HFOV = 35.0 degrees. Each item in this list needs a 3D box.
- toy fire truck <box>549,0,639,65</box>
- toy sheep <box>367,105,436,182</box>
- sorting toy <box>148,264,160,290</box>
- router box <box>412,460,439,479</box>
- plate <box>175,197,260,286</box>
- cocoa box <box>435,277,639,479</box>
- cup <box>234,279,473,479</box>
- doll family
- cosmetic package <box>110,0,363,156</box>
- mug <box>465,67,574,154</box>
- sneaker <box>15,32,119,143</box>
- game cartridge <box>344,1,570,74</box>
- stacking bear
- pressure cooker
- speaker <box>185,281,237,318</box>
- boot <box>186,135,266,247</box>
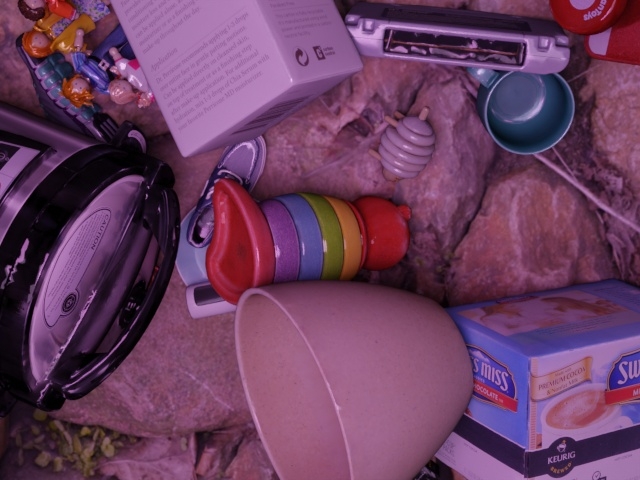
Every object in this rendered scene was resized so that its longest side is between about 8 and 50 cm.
[{"bbox_3d":[0.459,-0.363,1.314,0.253,0.169,0.302,19,103,35],"label":"toy fire truck"},{"bbox_3d":[0.127,-0.143,1.502,0.091,0.091,0.132,22,124,-3],"label":"toy sheep"},{"bbox_3d":[-0.364,0.087,1.614,0.132,0.046,0.274,44,104,-8],"label":"sorting toy"},{"bbox_3d":[0.090,0.404,1.672,0.133,0.046,0.179,38,104,-5],"label":"router box"},{"bbox_3d":[-0.136,0.017,1.593,0.188,0.024,0.188,1,105,3],"label":"plate"},{"bbox_3d":[0.358,0.205,1.440,0.347,0.231,0.228,-7,106,-26],"label":"cocoa box"},{"bbox_3d":[0.060,0.189,1.350,0.236,0.331,0.331,-17,106,-23],"label":"cup"},{"bbox_3d":[-0.327,-0.279,1.460,0.263,0.118,0.163,44,67,-4],"label":"doll family"},{"bbox_3d":[-0.156,-0.367,1.327,0.230,0.161,0.453,-26,88,40],"label":"cosmetic package"},{"bbox_3d":[0.286,-0.211,1.458,0.129,0.097,0.158,-19,112,6],"label":"mug"},{"bbox_3d":[-0.399,-0.200,1.524,0.098,0.083,0.224,-34,98,21],"label":"sneaker"},{"bbox_3d":[0.184,-0.283,1.400,0.297,0.198,0.062,7,107,5],"label":"game cartridge"},{"bbox_3d":[0.000,0.000,1.484,0.289,0.164,0.175,-8,123,-29],"label":"stacking bear"},{"bbox_3d":[-0.405,0.008,1.397,0.420,0.375,0.370,23,121,14],"label":"pressure cooker"},{"bbox_3d":[-0.135,0.083,1.570,0.136,0.055,0.055,-11,104,7],"label":"speaker"},{"bbox_3d":[-0.138,-0.074,1.513,0.069,0.086,0.190,26,102,-2],"label":"boot"}]
